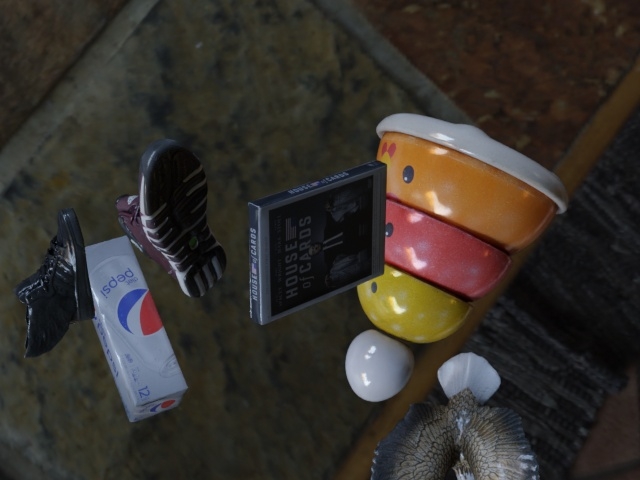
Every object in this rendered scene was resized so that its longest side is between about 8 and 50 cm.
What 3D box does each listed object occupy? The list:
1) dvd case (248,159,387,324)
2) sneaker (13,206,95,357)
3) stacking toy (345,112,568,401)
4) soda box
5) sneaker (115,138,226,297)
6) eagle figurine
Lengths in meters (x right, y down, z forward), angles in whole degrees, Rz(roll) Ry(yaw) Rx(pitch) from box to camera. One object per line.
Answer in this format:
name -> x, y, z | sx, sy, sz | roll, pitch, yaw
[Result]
dvd case -> 0.000, 0.000, 1.495 | 0.239, 0.030, 0.179 | -21, 122, -38
sneaker -> -0.311, 0.049, 1.227 | 0.089, 0.051, 0.170 | -11, 116, -15
stacking toy -> 0.178, 0.053, 1.810 | 0.351, 0.351, 0.479 | 25, 87, -20
soda box -> -0.313, 0.142, 1.743 | 0.091, 0.098, 0.286 | -17, 70, -22
sneaker -> -0.231, -0.046, 1.447 | 0.106, 0.163, 0.281 | -42, 146, -27
eagle figurine -> 0.224, 0.342, 1.702 | 0.225, 0.298, 0.226 | 46, 107, 1
